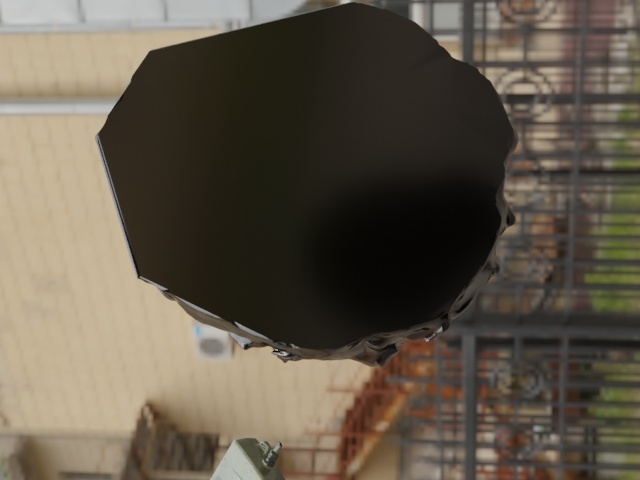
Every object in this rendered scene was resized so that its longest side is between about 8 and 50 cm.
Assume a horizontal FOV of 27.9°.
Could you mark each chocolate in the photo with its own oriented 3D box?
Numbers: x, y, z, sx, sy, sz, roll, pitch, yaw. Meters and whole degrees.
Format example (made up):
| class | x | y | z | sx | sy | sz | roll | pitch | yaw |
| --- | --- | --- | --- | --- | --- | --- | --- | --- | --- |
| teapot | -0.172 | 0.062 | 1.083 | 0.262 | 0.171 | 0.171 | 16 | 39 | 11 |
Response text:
| class | x | y | z | sx | sy | sz | roll | pitch | yaw |
| --- | --- | --- | --- | --- | --- | --- | --- | --- | --- |
| chocolate | 0.000 | 0.000 | 0.767 | 0.177 | 0.224 | 0.206 | 93 | 159 | -64 |

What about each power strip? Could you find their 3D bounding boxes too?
| class | x | y | z | sx | sy | sz | roll | pitch | yaw |
| --- | --- | --- | --- | --- | --- | --- | --- | --- | --- |
| power strip | -0.090 | 0.271 | 1.197 | 0.080 | 0.029 | 0.226 | 50 | 122 | 37 |
